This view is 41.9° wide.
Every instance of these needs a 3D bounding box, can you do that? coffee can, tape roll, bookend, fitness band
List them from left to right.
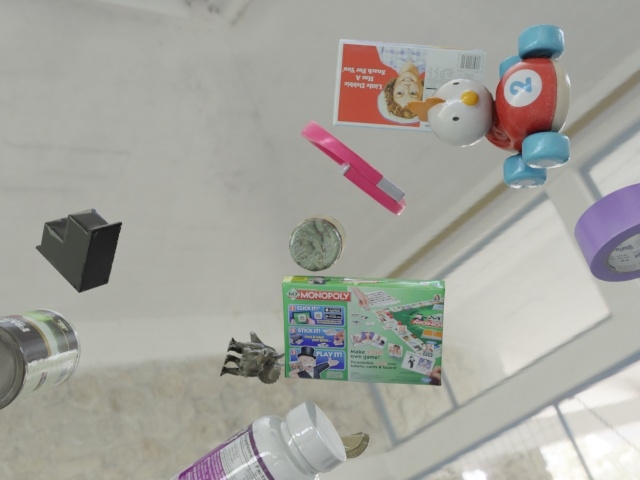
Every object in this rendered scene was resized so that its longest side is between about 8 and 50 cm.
[{"bbox_3d":[-0.707,0.270,1.929,0.201,0.202,0.275,-26,-3,9],"label":"coffee can"},{"bbox_3d":[-0.483,-0.008,1.661,0.072,0.157,0.156,-21,-39,-47],"label":"bookend"},{"bbox_3d":[0.077,-0.155,1.804,0.291,0.209,0.054,36,-84,-31],"label":"fitness band"},{"bbox_3d":[0.549,-0.012,1.462,0.189,0.080,0.189,-8,-36,-6],"label":"tape roll"}]

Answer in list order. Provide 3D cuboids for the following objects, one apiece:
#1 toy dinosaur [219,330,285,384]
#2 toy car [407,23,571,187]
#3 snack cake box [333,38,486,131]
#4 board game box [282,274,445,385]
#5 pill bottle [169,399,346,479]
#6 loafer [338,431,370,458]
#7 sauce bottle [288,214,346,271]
[{"bbox_3d":[-0.170,0.314,2.193,0.160,0.121,0.313,16,-2,-2],"label":"toy dinosaur"},{"bbox_3d":[0.264,-0.215,1.357,0.237,0.219,0.210,1,-13,-4],"label":"toy car"},{"bbox_3d":[0.159,-0.280,1.527,0.264,0.152,0.089,5,17,0],"label":"snack cake box"},{"bbox_3d":[0.085,0.179,1.661,0.317,0.214,0.046,2,19,7],"label":"board game box"},{"bbox_3d":[-0.111,0.416,1.481,0.301,0.169,0.169,-35,-27,7],"label":"pill bottle"},{"bbox_3d":[0.057,0.491,2.000,0.050,0.056,0.148,42,-53,-19],"label":"loafer"},{"bbox_3d":[0.000,0.000,1.804,0.111,0.111,0.344,-23,1,4],"label":"sauce bottle"}]
